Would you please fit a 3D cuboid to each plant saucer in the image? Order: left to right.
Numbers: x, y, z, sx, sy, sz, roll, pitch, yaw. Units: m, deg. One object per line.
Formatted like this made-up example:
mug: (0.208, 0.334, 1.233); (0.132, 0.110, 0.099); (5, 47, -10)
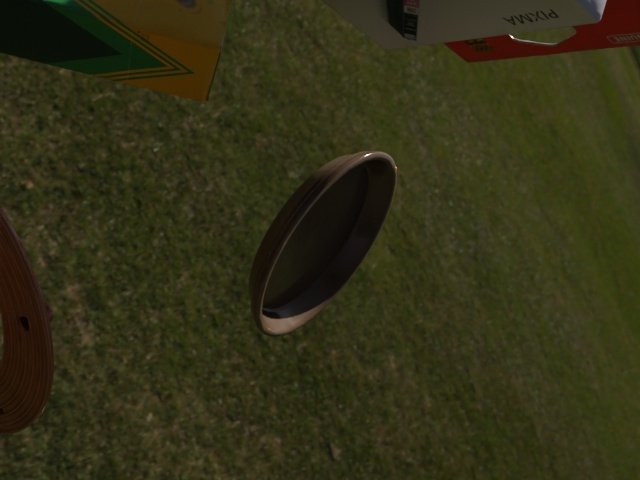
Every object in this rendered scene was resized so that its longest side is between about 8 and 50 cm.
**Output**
plant saucer: (0.000, 0.000, 1.122); (0.041, 0.278, 0.278); (35, 17, 21)

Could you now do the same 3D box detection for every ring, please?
ring: (-0.363, 0.032, 0.830); (0.032, 0.336, 0.337); (-36, 102, -48)

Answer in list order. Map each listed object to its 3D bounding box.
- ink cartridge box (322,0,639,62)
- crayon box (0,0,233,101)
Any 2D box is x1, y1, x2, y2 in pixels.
ink cartridge box: (0.155, -0.217, 0.830); (0.239, 0.275, 0.060); (30, 77, -35)
crayon box: (-0.253, -0.365, 1.087); (0.313, 0.106, 0.363); (12, 54, -8)
